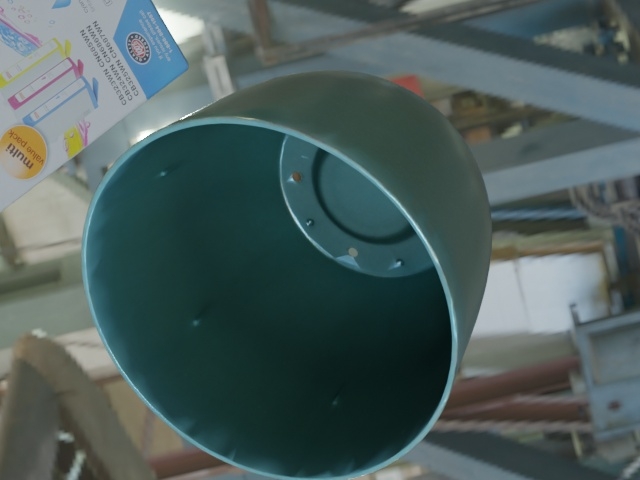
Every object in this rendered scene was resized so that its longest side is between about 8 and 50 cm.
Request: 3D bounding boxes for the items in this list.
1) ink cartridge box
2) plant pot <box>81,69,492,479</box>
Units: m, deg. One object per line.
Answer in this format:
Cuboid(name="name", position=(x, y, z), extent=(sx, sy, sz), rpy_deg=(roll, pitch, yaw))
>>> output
Cuboid(name="ink cartridge box", position=(-0.148, -0.069, 0.539), extent=(0.143, 0.090, 0.092), rpy_deg=(-45, -64, -33))
Cuboid(name="plant pot", position=(0.000, 0.000, 0.990), extent=(0.235, 0.293, 0.293), rpy_deg=(-49, -50, -55))
